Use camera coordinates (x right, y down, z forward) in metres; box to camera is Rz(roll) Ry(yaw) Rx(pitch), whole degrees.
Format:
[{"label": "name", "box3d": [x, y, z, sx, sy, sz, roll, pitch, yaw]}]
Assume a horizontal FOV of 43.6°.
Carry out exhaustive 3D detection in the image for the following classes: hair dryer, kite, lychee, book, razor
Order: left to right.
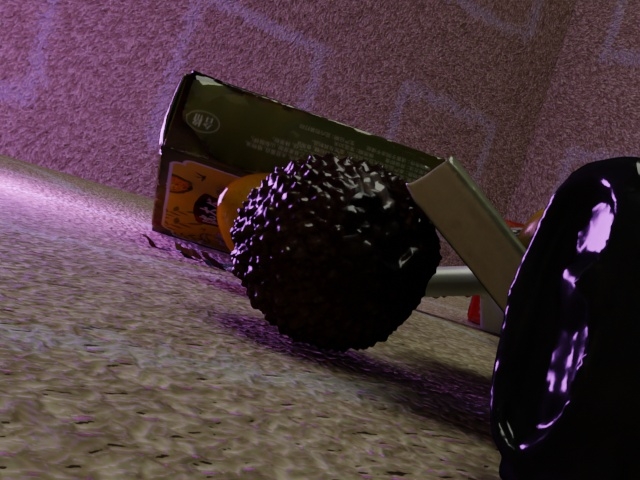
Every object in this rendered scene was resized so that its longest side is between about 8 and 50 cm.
[{"label": "kite", "box3d": [-0.089, 0.047, 1.113, 0.204, 0.022, 0.360, 19, -2, 38]}, {"label": "lychee", "box3d": [0.006, 0.009, 0.703, 0.188, 0.188, 0.188, 18, 1, 0]}, {"label": "hair dryer", "box3d": [0.263, 0.082, 1.556, 0.362, 0.203, 0.128, -2, 4, -11]}, {"label": "book", "box3d": [0.185, 0.063, 0.699, 0.260, 0.043, 0.371, 55, 8, 10]}, {"label": "razor", "box3d": [0.270, 0.083, 0.458, 0.349, 0.204, 0.113, 16, -3, -19]}]

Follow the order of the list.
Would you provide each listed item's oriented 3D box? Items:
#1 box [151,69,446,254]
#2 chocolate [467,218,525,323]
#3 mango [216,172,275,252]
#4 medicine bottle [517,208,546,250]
[{"label": "box", "box3d": [-0.053, -0.071, 1.293, 0.420, 0.138, 0.373, 18, -20, -8]}, {"label": "chocolate", "box3d": [0.438, 0.095, 1.682, 0.235, 0.237, 0.108, 18, 13, 21]}, {"label": "mango", "box3d": [0.000, 0.000, 0.992, 0.290, 0.160, 0.191, 13, 37, -38]}, {"label": "medicine bottle", "box3d": [0.292, 0.090, 0.794, 0.076, 0.111, 0.309, -16, 44, -10]}]
